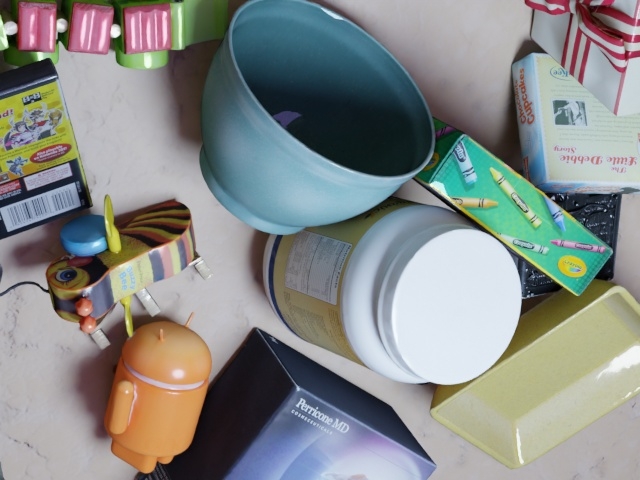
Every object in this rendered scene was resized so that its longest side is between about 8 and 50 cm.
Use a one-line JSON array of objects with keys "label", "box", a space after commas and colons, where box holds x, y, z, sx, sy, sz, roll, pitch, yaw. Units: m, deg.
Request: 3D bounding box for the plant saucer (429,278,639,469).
[{"label": "plant saucer", "box": [0.351, 0.190, 2.024, 0.332, 0.081, 0.333, -35, 143, 13]}]

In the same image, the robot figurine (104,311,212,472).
[{"label": "robot figurine", "box": [-0.219, 0.203, 1.821, 0.158, 0.128, 0.219, 7, 113, -24]}]

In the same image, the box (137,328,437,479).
[{"label": "box", "box": [-0.047, 0.336, 1.931, 0.296, 0.183, 0.294, 33, 97, -33]}]

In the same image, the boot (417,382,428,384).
[{"label": "boot", "box": [0.178, 0.100, 1.970, 0.176, 0.088, 0.244, 29, 109, -33]}]

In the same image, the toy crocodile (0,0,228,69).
[{"label": "toy crocodile", "box": [-0.267, -0.257, 1.579, 0.340, 0.105, 0.115, -4, 117, -22]}]

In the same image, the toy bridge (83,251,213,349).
[{"label": "toy bridge", "box": [-0.239, 0.073, 1.805, 0.188, 0.026, 0.063, -34, 121, -5]}]

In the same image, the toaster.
[{"label": "toaster", "box": [0.343, -0.023, 1.962, 0.168, 0.110, 0.186, -11, 119, -19]}]

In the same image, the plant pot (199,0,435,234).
[{"label": "plant pot", "box": [-0.031, -0.130, 1.667, 0.293, 0.293, 0.196, 15, 134, -29]}]

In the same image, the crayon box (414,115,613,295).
[{"label": "crayon box", "box": [0.229, -0.050, 1.747, 0.278, 0.165, 0.081, 35, 93, -25]}]

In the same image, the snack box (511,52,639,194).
[{"label": "snack box", "box": [0.430, -0.161, 1.907, 0.322, 0.060, 0.187, 1, 78, -24]}]

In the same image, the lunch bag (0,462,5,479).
[{"label": "lunch bag", "box": [-0.584, 0.297, 1.686, 0.287, 0.169, 0.235, -36, 128, 6]}]

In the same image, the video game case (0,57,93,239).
[{"label": "video game case", "box": [-0.421, -0.079, 1.586, 0.275, 0.035, 0.248, -21, 146, -13]}]

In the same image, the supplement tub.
[{"label": "supplement tub", "box": [0.089, 0.056, 1.743, 0.228, 0.316, 0.228, -6, 102, -30]}]

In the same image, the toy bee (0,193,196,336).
[{"label": "toy bee", "box": [-0.279, 0.056, 1.690, 0.298, 0.162, 0.195, -36, 130, -5]}]

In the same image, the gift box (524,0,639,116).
[{"label": "gift box", "box": [0.421, -0.347, 1.755, 0.258, 0.255, 0.276, -14, 125, -19]}]
